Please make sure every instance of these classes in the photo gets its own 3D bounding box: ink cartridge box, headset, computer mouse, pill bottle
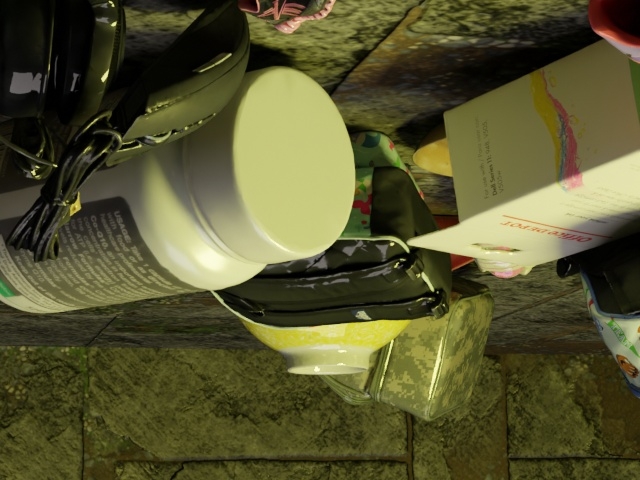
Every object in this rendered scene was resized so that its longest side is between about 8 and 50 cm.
[{"bbox_3d":[0.259,-0.085,1.415,0.207,0.119,0.353,10,157,-43],"label":"ink cartridge box"},{"bbox_3d":[-0.256,-0.165,1.129,0.243,0.185,0.394,-5,154,4],"label":"headset"},{"bbox_3d":[-0.136,-0.076,1.187,0.060,0.262,0.184,40,131,-3],"label":"computer mouse"},{"bbox_3d":[-0.160,-0.046,1.459,0.361,0.204,0.204,-9,167,38],"label":"pill bottle"}]

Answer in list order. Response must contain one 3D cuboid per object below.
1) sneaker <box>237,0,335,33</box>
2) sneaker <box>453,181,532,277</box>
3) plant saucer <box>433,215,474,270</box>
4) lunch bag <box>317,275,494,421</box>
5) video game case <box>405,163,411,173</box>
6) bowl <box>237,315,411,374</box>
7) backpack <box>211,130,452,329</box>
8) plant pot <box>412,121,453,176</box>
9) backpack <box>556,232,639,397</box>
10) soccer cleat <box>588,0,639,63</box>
[{"bbox_3d":[-0.025,-0.190,1.161,0.057,0.047,0.119,17,162,-23],"label":"sneaker"},{"bbox_3d":[0.230,-0.014,1.903,0.103,0.111,0.252,-5,168,20],"label":"sneaker"},{"bbox_3d":[0.090,0.005,2.165,0.258,0.048,0.259,2,170,-15],"label":"plant saucer"},{"bbox_3d":[0.111,0.144,2.408,0.256,0.213,0.305,17,-172,17],"label":"lunch bag"},{"bbox_3d":[-0.040,-0.061,1.872,0.274,0.026,0.196,1,169,-6],"label":"video game case"},{"bbox_3d":[0.008,0.103,2.136,0.289,0.156,0.289,-1,170,0],"label":"bowl"},{"bbox_3d":[0.000,0.000,1.706,0.253,0.191,0.225,-12,149,17],"label":"backpack"},{"bbox_3d":[0.216,-0.105,1.643,0.236,0.032,0.236,0,170,0],"label":"plant pot"},{"bbox_3d":[0.381,0.058,1.498,0.276,0.213,0.263,-29,-175,17],"label":"backpack"},{"bbox_3d":[0.327,-0.180,1.081,0.116,0.109,0.318,11,167,-31],"label":"soccer cleat"}]
